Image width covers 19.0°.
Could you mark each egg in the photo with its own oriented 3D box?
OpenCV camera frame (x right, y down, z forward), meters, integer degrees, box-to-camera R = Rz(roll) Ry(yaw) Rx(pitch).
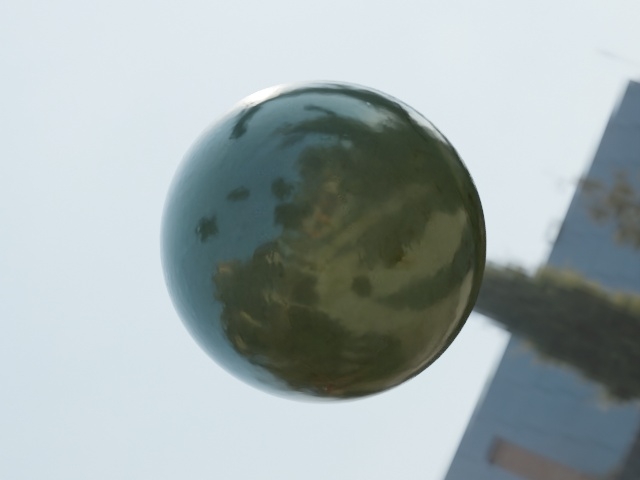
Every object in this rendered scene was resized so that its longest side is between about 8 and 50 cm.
[{"bbox_3d":[0.000,0.000,0.885,0.192,0.149,0.149,-162,94,-80],"label":"egg"}]
